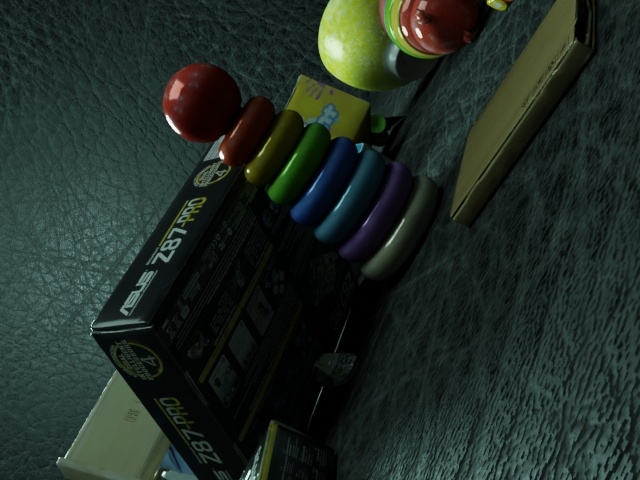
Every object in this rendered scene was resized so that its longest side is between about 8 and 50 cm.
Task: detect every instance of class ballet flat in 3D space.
[{"bbox_3d":[0.012,0.151,1.053,0.041,0.041,0.114,-64,4,-21],"label":"ballet flat"}]

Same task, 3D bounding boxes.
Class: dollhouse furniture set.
[{"bbox_3d":[-0.204,0.356,1.370,0.303,0.286,0.198,78,-152,-46],"label":"dollhouse furniture set"}]

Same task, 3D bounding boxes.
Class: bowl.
[{"bbox_3d":[0.157,-0.411,1.834,0.156,0.289,0.289,51,124,38],"label":"bowl"}]

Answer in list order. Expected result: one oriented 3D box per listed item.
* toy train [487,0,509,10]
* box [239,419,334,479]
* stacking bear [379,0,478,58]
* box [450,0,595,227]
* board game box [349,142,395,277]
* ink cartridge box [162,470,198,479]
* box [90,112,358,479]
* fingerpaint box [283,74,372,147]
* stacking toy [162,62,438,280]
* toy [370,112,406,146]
[{"bbox_3d":[0.267,-0.392,1.285,0.125,0.046,0.166,-62,4,21],"label":"toy train"},{"bbox_3d":[-0.081,0.336,0.765,0.322,0.079,0.257,-78,14,-75],"label":"box"},{"bbox_3d":[0.192,-0.386,1.528,0.164,0.175,0.289,-60,12,15],"label":"stacking bear"},{"bbox_3d":[0.182,-0.129,0.813,0.201,0.021,0.164,-60,5,39],"label":"box"},{"bbox_3d":[0.000,0.000,1.485,0.303,0.097,0.224,-64,19,-8],"label":"board game box"},{"bbox_3d":[-0.193,0.343,1.825,0.306,0.131,0.226,-65,4,-5],"label":"ink cartridge box"},{"bbox_3d":[-0.088,0.078,1.124,0.097,0.318,0.395,-9,37,28],"label":"box"},{"bbox_3d":[-0.049,-0.051,1.846,0.445,0.163,0.371,-64,-10,-12],"label":"fingerpaint box"},{"bbox_3d":[-0.034,-0.090,1.042,0.141,0.330,0.141,-57,8,13],"label":"stacking toy"},{"bbox_3d":[0.107,-0.233,2.008,0.237,0.136,0.056,137,126,-84],"label":"toy"}]
